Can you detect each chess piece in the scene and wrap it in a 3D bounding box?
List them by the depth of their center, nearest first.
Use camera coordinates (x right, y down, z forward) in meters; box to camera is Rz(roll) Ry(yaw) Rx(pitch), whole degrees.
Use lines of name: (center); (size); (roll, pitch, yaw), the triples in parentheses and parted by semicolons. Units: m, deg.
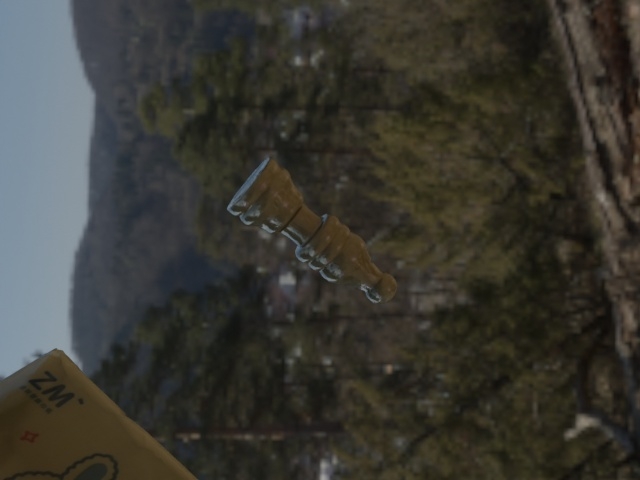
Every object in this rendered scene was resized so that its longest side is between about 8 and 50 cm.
chess piece: (0.000, 0.000, 0.608); (0.035, 0.092, 0.035); (-49, 10, 12)

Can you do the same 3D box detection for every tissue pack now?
tissue pack: (-0.134, 0.166, 0.651); (0.196, 0.148, 0.092); (35, 139, 27)
